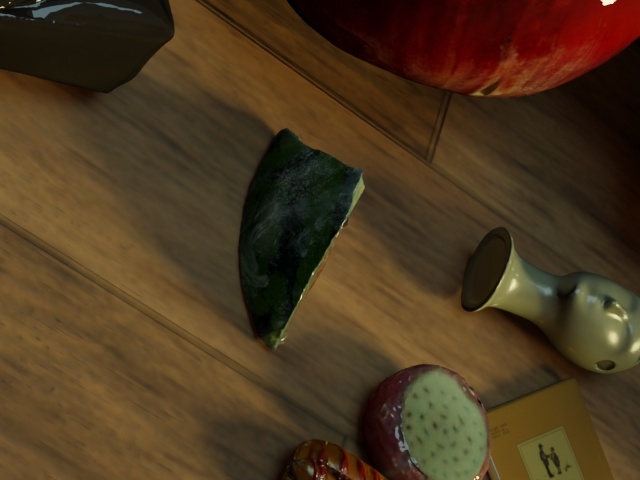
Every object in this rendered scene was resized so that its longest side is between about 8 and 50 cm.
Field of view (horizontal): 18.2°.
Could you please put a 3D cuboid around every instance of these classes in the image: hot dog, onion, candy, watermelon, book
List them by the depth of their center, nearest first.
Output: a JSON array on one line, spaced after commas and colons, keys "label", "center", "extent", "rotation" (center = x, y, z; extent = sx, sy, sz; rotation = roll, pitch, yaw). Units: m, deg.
[{"label": "hot dog", "center": [0.034, 0.190, 1.378], "extent": [0.144, 0.038, 0.062], "rotation": [38, 60, -20]}, {"label": "watermelon", "center": [-0.008, -0.001, 1.407], "extent": [0.080, 0.101, 0.155], "rotation": [47, 58, -28]}, {"label": "candy", "center": [0.076, 0.140, 1.433], "extent": [0.103, 0.043, 0.103], "rotation": [18, 59, -34]}, {"label": "onion", "center": [0.093, -0.265, 1.448], "extent": [0.341, 0.341, 0.341], "rotation": [16, 62, -33]}, {"label": "book", "center": [0.184, 0.198, 1.514], "extent": [0.118, 0.012, 0.172], "rotation": [-16, 82, -41]}]

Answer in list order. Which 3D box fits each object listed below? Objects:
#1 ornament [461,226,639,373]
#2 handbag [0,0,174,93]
[{"label": "ornament", "center": [0.189, 0.052, 1.538], "extent": [0.156, 0.081, 0.075], "rotation": [27, 61, -22]}, {"label": "handbag", "center": [-0.237, -0.238, 1.303], "extent": [0.285, 0.113, 0.257], "rotation": [10, 59, -35]}]
